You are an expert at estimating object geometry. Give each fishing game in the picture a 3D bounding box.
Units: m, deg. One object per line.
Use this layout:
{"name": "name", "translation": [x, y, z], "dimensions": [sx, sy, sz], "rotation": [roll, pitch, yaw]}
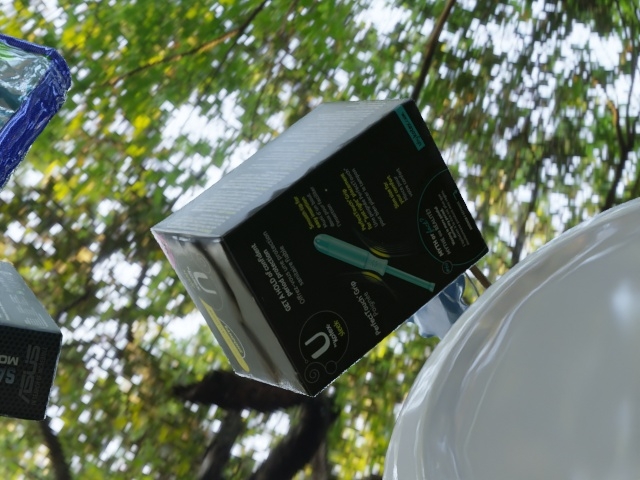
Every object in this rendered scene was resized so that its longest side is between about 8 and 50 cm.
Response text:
{"name": "fishing game", "translation": [0.052, 0.014, 1.119], "dimensions": [0.189, 0.041, 0.264], "rotation": [47, -23, -24]}

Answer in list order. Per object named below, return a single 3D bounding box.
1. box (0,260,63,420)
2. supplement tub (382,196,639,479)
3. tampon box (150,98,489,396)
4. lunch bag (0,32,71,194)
{"name": "box", "translation": [-0.271, 0.044, 0.837], "dimensions": [0.183, 0.232, 0.059], "rotation": [11, -85, -23]}
{"name": "supplement tub", "translation": [0.152, 0.131, 0.403], "dimensions": [0.191, 0.191, 0.272], "rotation": [-19, -57, 19]}
{"name": "tampon box", "translation": [0.000, 0.000, 0.864], "dimensions": [0.101, 0.161, 0.120], "rotation": [6, -51, 58]}
{"name": "lunch bag", "translation": [-0.187, -0.030, 0.543], "dimensions": [0.151, 0.129, 0.096], "rotation": [-4, -52, 17]}
